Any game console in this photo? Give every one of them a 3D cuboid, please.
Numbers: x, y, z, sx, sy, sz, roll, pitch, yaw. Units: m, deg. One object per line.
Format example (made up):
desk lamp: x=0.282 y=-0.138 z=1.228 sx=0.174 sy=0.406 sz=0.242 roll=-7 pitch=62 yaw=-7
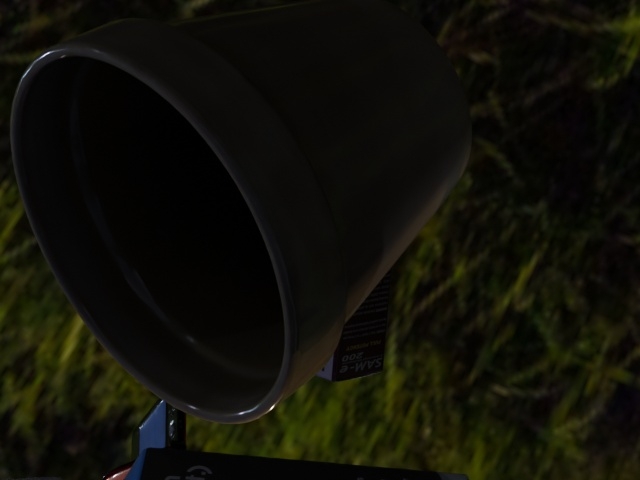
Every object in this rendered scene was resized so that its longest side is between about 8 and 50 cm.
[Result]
game console: x=-0.201 y=0.219 z=1.731 sx=0.085 sy=0.124 sz=0.144 roll=12 pitch=145 yaw=-22

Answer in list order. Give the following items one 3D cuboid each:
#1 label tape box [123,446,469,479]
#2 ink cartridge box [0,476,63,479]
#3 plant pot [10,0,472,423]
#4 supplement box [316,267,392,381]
label tape box: x=-0.076 y=0.260 z=1.082 sx=0.334 sy=0.240 sz=0.106 roll=4 pitch=134 yaw=3
ink cartridge box: x=-0.346 y=0.451 z=1.766 sx=0.130 sy=0.272 sz=0.309 roll=5 pitch=131 yaw=-37
plant pot: x=-0.040 y=-0.058 z=1.338 sx=0.323 sy=0.280 sz=0.323 roll=30 pitch=136 yaw=33
supplement box: x=0.000 y=0.000 z=1.574 sx=0.130 sy=0.073 sz=0.239 roll=15 pitch=106 yaw=42
